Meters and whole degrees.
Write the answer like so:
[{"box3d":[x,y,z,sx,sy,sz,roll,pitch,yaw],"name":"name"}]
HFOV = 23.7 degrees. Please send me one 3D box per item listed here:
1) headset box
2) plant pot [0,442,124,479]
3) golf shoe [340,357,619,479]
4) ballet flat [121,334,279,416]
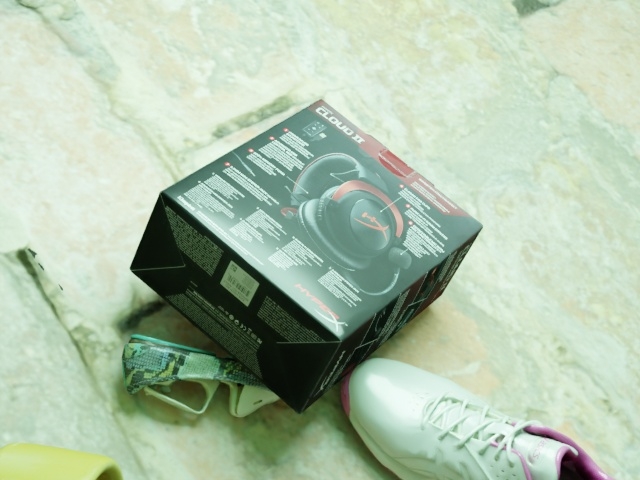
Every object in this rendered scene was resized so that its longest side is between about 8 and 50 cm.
[{"box3d":[0.000,0.000,1.459,0.218,0.110,0.293,39,41,13],"name":"headset box"},{"box3d":[-0.294,0.266,1.152,0.239,0.254,0.254,10,54,6],"name":"plant pot"},{"box3d":[0.162,0.192,1.413,0.306,0.140,0.115,33,55,5],"name":"golf shoe"},{"box3d":[-0.093,0.133,1.417,0.188,0.070,0.070,10,56,-11],"name":"ballet flat"}]
